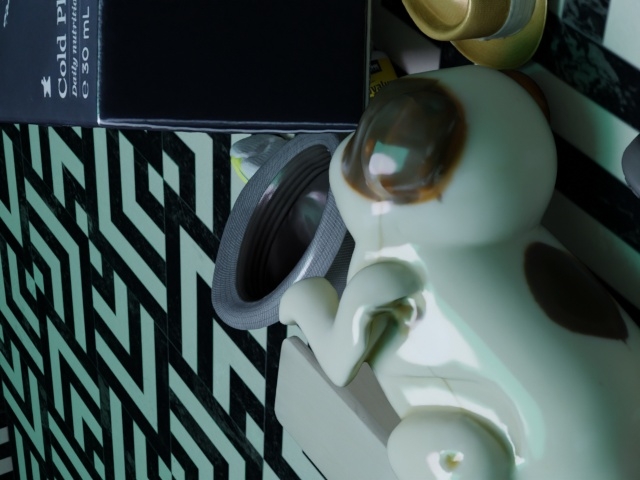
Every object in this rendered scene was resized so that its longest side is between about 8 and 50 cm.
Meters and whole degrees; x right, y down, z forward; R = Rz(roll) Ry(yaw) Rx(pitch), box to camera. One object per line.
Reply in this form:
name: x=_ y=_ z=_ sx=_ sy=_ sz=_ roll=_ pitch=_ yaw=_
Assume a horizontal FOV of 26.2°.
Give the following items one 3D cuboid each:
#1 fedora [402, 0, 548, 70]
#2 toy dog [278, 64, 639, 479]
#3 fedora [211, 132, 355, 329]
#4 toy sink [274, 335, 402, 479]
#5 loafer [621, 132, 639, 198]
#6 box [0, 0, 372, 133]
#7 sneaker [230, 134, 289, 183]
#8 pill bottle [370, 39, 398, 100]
fedora: x=0.132 y=-0.240 z=1.290 sx=0.194 sy=0.079 sz=0.194 roll=41 pitch=141 yaw=46
toy dog: x=0.137 y=0.045 z=1.250 sx=0.395 sy=0.284 sz=0.408 roll=-16 pitch=92 yaw=50
fedora: x=0.000 y=0.000 z=1.536 sx=0.275 sy=0.124 sz=0.244 roll=-33 pitch=40 yaw=51
toy sink: x=0.067 y=0.213 z=1.643 sx=0.234 sy=0.131 sz=0.153 roll=44 pitch=143 yaw=34
loafer: x=0.365 y=0.004 z=0.938 sx=0.366 sy=0.133 sz=0.130 roll=44 pitch=120 yaw=29
box: x=-0.178 y=-0.356 z=1.458 sx=0.471 sy=0.297 sz=0.480 roll=10 pitch=100 yaw=62
sneaker: x=-0.037 y=-0.039 z=1.725 sx=0.240 sy=0.091 sz=0.126 roll=40 pitch=140 yaw=45
pill bottle: x=0.054 y=-0.167 z=1.499 sx=0.116 sy=0.065 sz=0.065 roll=66 pitch=153 yaw=10
